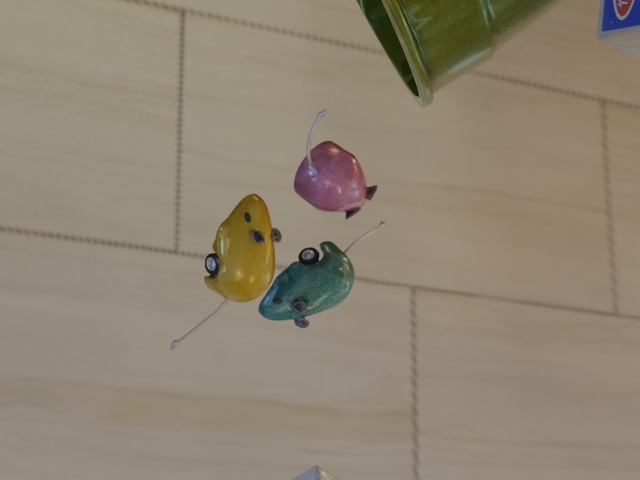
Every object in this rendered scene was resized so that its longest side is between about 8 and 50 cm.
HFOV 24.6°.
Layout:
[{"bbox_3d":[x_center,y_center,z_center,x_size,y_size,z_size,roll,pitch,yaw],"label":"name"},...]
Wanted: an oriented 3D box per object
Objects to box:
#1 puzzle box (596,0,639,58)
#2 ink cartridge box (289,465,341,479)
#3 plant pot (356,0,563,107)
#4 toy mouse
[{"bbox_3d":[0.287,-0.311,0.784,0.052,0.272,0.409,14,79,-38],"label":"puzzle box"},{"bbox_3d":[0.017,0.280,1.109,0.218,0.158,0.092,38,33,-30],"label":"ink cartridge box"},{"bbox_3d":[0.158,-0.351,1.209,0.353,0.366,0.366,-27,87,2],"label":"plant pot"},{"bbox_3d":[0.000,0.000,0.854,0.143,0.161,0.031,0,30,-47],"label":"toy mouse"}]
